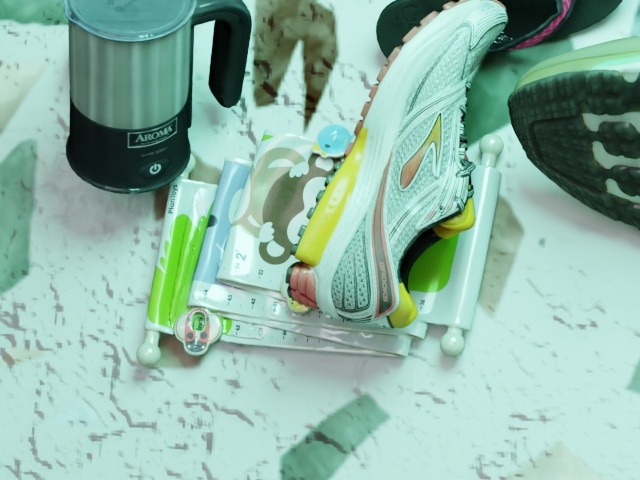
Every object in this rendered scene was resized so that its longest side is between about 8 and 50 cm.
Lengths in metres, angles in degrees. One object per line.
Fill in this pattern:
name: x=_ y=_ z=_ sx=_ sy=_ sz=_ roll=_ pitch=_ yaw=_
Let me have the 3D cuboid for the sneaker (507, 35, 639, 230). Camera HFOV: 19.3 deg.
sneaker: x=0.320 y=-0.113 z=1.141 sx=0.410 sy=0.158 sz=0.182 roll=-6 pitch=42 yaw=15

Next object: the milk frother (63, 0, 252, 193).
milk frother: x=-0.130 y=-0.131 z=1.232 sx=0.143 sy=0.134 sz=0.129 roll=36 pitch=52 yaw=25

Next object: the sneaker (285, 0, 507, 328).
sneaker: x=0.066 y=-0.047 z=1.179 sx=0.093 sy=0.088 sz=0.225 roll=25 pitch=88 yaw=12

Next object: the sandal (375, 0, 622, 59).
sandal: x=0.121 y=-0.150 z=1.214 sx=0.179 sy=0.040 sz=0.067 roll=-19 pitch=110 yaw=14

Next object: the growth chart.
growth chart: x=0.000 y=0.000 z=1.229 sx=0.237 sy=0.021 sz=0.172 roll=-1 pitch=73 yaw=14
